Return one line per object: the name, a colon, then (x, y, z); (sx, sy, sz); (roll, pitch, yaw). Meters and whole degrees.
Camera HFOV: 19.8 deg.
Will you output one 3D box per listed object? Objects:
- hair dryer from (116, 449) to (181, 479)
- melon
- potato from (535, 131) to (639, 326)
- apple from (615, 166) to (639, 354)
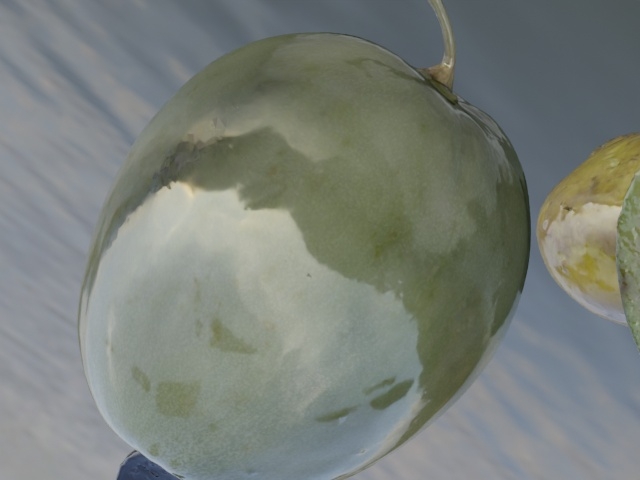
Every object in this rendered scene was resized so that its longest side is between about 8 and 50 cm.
hair dryer: (-0.054, 0.269, 1.831); (0.156, 0.320, 0.284); (25, 122, 28)
melon: (-0.011, 0.011, 1.128); (0.272, 0.308, 0.272); (55, -166, -20)
potato: (0.311, -0.014, 1.649); (0.266, 0.229, 0.229); (16, 158, 46)
apple: (0.300, 0.034, 1.230); (0.193, 0.120, 0.265); (-18, 96, 44)
